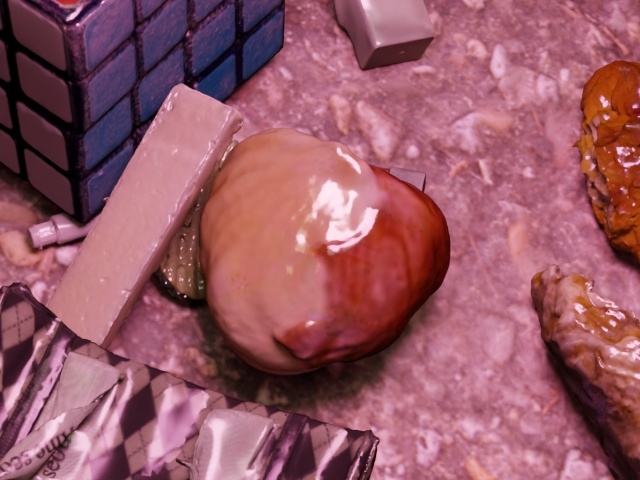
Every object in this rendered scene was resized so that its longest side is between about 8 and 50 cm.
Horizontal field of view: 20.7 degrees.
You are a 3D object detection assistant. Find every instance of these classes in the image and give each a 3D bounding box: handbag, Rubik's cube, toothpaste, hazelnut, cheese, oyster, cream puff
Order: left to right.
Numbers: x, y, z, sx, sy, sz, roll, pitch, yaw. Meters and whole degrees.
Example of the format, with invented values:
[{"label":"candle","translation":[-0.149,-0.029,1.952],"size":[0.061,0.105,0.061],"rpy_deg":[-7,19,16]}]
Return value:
[{"label":"Rubik's cube","translation":[-0.258,-0.293,1.810],"size":[0.344,0.337,0.344],"rpy_deg":[35,63,19]},{"label":"cheese","translation":[-0.209,0.027,1.752],"size":[0.085,0.034,0.400],"rpy_deg":[29,85,18]},{"label":"toothpaste","translation":[-0.218,-0.031,1.860],"size":[0.190,0.031,0.048],"rpy_deg":[-19,68,-20]},{"label":"handbag","translation":[-0.178,0.239,1.619],"size":[0.416,0.180,0.316],"rpy_deg":[20,66,4]},{"label":"hazelnut","translation":[0.000,0.000,1.747],"size":[0.261,0.241,0.261],"rpy_deg":[2,54,-3]},{"label":"oyster","translation":[0.319,0.162,1.753],"size":[0.110,0.166,0.341],"rpy_deg":[-29,79,-21]},{"label":"cream puff","translation":[0.383,-0.084,1.889],"size":[0.241,0.155,0.269],"rpy_deg":[-39,78,-18]}]

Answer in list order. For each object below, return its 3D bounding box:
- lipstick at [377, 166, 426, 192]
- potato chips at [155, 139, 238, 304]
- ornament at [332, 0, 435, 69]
[{"label":"lipstick","translation":[0.017,-0.056,1.885],"size":[0.186,0.063,0.057],"rpy_deg":[9,59,7]},{"label":"potato chips","translation":[-0.126,-0.028,1.859],"size":[0.092,0.028,0.207],"rpy_deg":[20,64,-13]},{"label":"ornament","translation":[0.043,-0.329,2.000],"size":[0.130,0.120,0.285],"rpy_deg":[-26,68,-24]}]
